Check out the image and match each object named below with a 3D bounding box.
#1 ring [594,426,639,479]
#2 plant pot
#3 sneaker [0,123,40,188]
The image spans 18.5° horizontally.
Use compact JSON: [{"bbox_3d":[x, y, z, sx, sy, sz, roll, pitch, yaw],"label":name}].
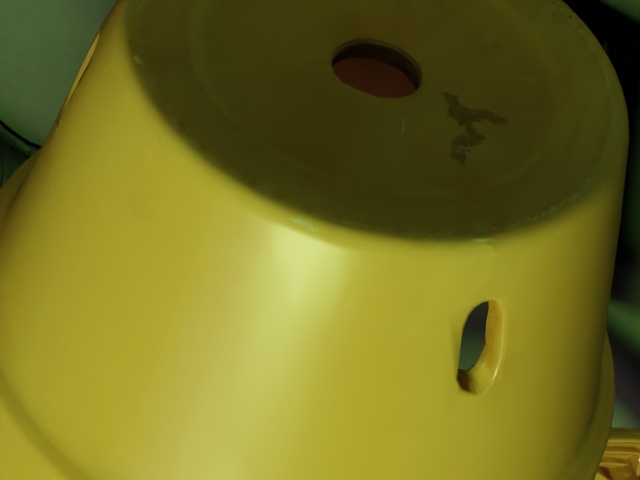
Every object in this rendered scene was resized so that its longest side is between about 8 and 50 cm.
[{"bbox_3d":[0.068,0.210,1.024,0.336,0.337,0.032,82,164,-54],"label":"ring"},{"bbox_3d":[0.000,0.000,0.807,0.291,0.291,0.203,28,134,12],"label":"plant pot"},{"bbox_3d":[-0.214,-0.035,1.138,0.170,0.089,0.051,40,151,-10],"label":"sneaker"}]
